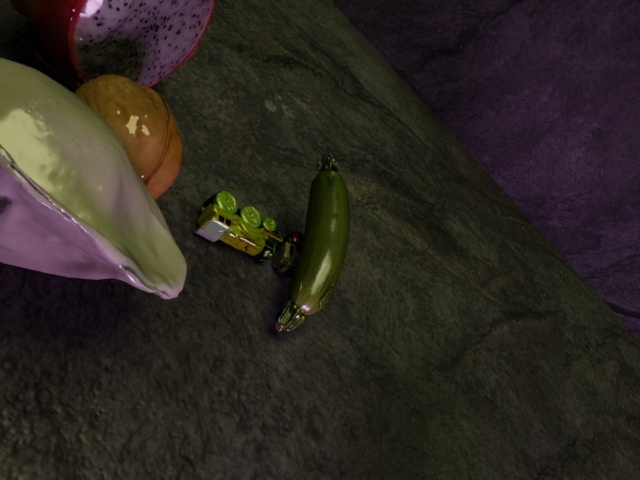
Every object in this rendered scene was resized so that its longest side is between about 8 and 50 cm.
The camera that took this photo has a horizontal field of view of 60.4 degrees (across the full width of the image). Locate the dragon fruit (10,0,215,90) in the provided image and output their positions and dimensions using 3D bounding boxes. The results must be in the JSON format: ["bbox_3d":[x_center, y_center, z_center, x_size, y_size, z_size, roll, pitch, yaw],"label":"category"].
[{"bbox_3d":[-0.292,-0.360,0.765,0.189,0.291,0.290,44,31,5],"label":"dragon fruit"}]

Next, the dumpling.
[{"bbox_3d":[-0.278,-0.065,0.498,0.341,0.181,0.260,62,-5,0],"label":"dumpling"}]

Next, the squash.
[{"bbox_3d":[0.002,0.001,0.842,0.080,0.071,0.319,13,57,0],"label":"squash"}]

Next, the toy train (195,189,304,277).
[{"bbox_3d":[-0.074,0.006,0.852,0.249,0.053,0.085,29,45,-32],"label":"toy train"}]

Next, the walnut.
[{"bbox_3d":[-0.250,-0.134,0.702,0.144,0.144,0.180,18,39,-40],"label":"walnut"}]
